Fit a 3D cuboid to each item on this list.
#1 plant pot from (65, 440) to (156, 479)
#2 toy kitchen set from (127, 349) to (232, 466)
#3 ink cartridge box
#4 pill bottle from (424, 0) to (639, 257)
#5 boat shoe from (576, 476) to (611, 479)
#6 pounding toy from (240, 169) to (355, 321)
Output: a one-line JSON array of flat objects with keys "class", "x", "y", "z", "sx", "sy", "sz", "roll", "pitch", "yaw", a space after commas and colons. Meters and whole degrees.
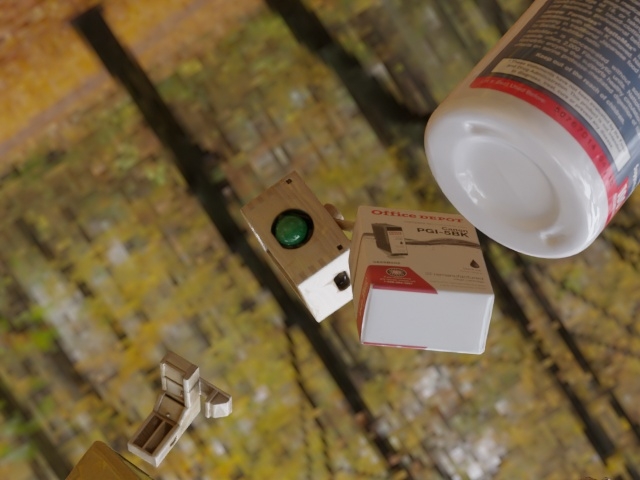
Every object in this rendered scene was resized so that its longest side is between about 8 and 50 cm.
[{"class": "plant pot", "x": -0.105, "y": 0.177, "z": 0.993, "sx": 0.081, "sy": 0.081, "sz": 0.083, "roll": -54, "pitch": -141, "yaw": -8}, {"class": "toy kitchen set", "x": -0.129, "y": 0.162, "z": 1.628, "sx": 0.075, "sy": 0.068, "sz": 0.083, "roll": -52, "pitch": 161, "yaw": -30}, {"class": "ink cartridge box", "x": 0.077, "y": 0.029, "z": 1.402, "sx": 0.099, "sy": 0.056, "sz": 0.135, "roll": 5, "pitch": -152, "yaw": -7}, {"class": "pill bottle", "x": 0.147, "y": -0.086, "z": 0.950, "sx": 0.180, "sy": 0.108, "sz": 0.108, "roll": -48, "pitch": -168, "yaw": -28}, {"class": "boat shoe", "x": 0.254, "y": 0.273, "z": 1.662, "sx": 0.302, "sy": 0.103, "sz": 0.113, "roll": 0, "pitch": 146, "yaw": 4}, {"class": "pounding toy", "x": 0.000, "y": 0.000, "z": 1.812, "sx": 0.100, "sy": 0.130, "sz": 0.141, "roll": -36, "pitch": 155, "yaw": -4}]
